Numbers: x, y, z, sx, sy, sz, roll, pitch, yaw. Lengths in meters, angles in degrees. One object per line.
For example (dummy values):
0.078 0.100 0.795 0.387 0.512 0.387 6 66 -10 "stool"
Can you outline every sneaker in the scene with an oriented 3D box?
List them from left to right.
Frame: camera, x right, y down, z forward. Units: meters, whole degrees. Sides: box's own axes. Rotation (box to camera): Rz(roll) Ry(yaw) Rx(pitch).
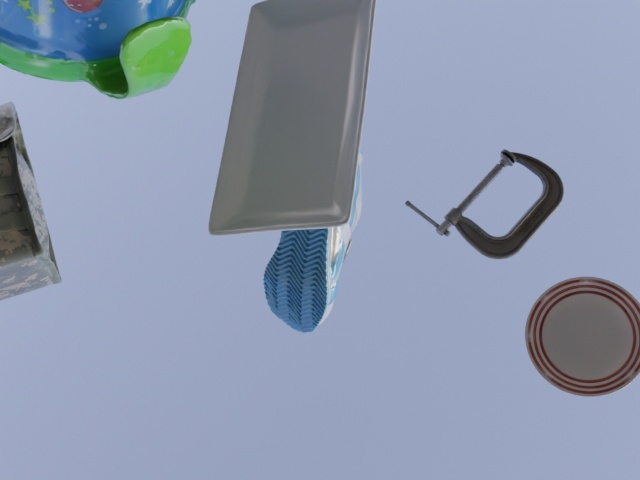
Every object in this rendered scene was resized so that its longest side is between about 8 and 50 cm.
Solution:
0.000 0.000 0.842 0.087 0.229 0.092 26 -146 23 "sneaker"

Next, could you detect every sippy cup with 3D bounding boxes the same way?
-0.204 -0.284 0.630 0.305 0.224 0.240 30 -116 -6 "sippy cup"

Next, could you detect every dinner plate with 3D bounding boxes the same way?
0.314 0.113 0.918 0.141 0.017 0.141 -5 -103 20 "dinner plate"

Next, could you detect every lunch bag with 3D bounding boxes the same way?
-0.515 -0.055 1.082 0.235 0.169 0.287 -17 -106 -13 "lunch bag"

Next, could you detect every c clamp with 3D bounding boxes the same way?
0.207 -0.051 0.939 0.160 0.022 0.137 -41 -107 -8 "c clamp"

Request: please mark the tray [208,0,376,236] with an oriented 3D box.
-0.019 -0.126 0.742 0.145 0.030 0.271 -4 -116 24 "tray"
